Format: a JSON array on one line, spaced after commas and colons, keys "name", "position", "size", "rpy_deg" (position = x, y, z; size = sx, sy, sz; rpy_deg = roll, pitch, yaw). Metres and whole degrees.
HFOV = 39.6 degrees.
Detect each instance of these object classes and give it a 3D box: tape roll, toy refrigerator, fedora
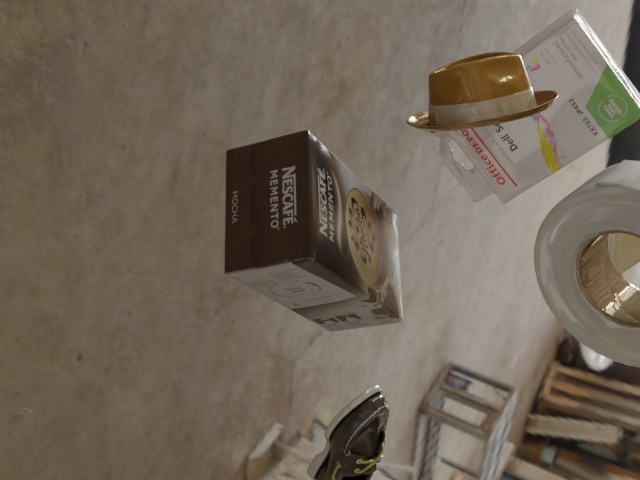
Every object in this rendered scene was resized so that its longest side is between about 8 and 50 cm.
[{"name": "tape roll", "position": [0.451, 0.034, 1.258], "size": [0.100, 0.286, 0.286], "rpy_deg": [-32, 137, -40]}, {"name": "toy refrigerator", "position": [0.528, -0.032, 1.525], "size": [0.270, 0.102, 0.094], "rpy_deg": [-23, 119, -38]}, {"name": "fedora", "position": [0.200, -0.193, 1.132], "size": [0.194, 0.194, 0.079], "rpy_deg": [-34, 117, -54]}]

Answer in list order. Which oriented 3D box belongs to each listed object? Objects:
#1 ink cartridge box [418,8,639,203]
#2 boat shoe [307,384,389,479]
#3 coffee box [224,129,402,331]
[{"name": "ink cartridge box", "position": [0.350, -0.210, 1.551], "size": [0.353, 0.207, 0.119], "rpy_deg": [-35, -170, 27]}, {"name": "boat shoe", "position": [0.046, 0.256, 1.089], "size": [0.081, 0.068, 0.227], "rpy_deg": [-23, 151, -29]}, {"name": "coffee box", "position": [0.000, 0.000, 1.157], "size": [0.297, 0.119, 0.168], "rpy_deg": [35, 49, -58]}]
